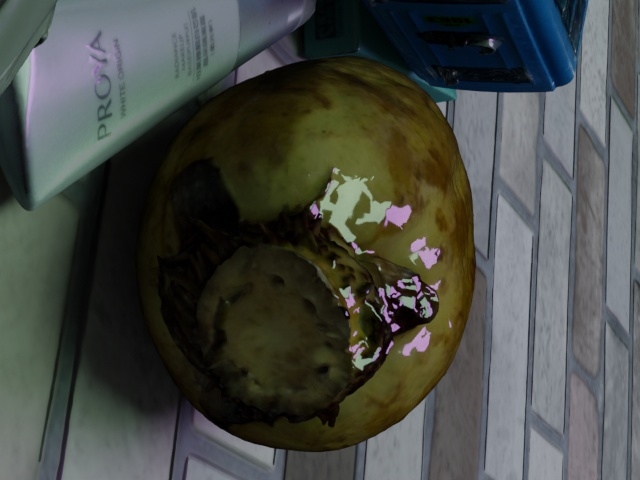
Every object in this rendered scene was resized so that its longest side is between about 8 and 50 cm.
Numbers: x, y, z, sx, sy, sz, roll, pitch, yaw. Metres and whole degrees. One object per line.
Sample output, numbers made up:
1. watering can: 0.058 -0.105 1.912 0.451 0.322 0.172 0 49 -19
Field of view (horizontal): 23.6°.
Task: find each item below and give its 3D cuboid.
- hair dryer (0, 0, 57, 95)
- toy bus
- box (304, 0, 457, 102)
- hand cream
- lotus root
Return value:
1. hair dryer: -0.185 -0.066 0.449 0.267 0.092 0.229 5 87 -50
2. toy bus: 0.079 -0.165 0.809 0.246 0.113 0.134 34 62 -72
3. box: 0.037 -0.210 0.948 0.162 0.041 0.229 11 76 -64
4. hand cream: -0.071 -0.092 0.690 0.255 0.048 0.079 -44 131 -58
5. lotus root: 0.000 0.000 0.720 0.314 0.141 0.169 -49 132 -69
